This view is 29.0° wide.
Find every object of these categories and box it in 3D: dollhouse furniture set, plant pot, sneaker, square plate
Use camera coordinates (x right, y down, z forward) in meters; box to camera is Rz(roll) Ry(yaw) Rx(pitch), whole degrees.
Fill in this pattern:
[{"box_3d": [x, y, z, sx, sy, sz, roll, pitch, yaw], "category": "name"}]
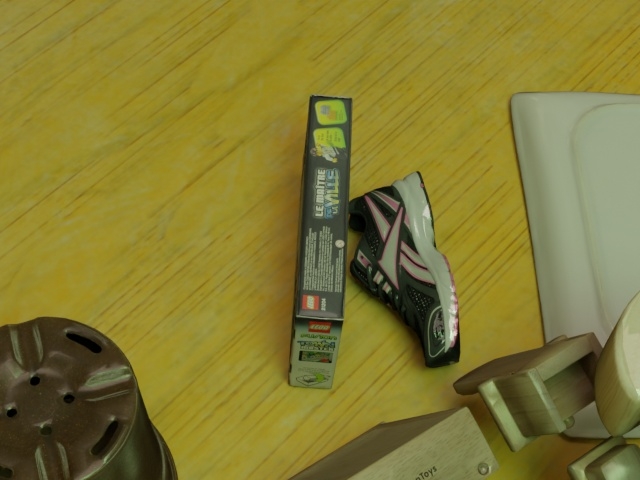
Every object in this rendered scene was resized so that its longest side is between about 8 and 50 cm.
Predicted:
[{"box_3d": [0.125, 0.291, 0.843, 0.303, 0.174, 0.356, -29, 88, -21], "category": "dollhouse furniture set"}, {"box_3d": [-0.183, 0.145, 0.842, 0.166, 0.165, 0.167, 2, 58, -3], "category": "plant pot"}, {"box_3d": [0.065, 0.030, 1.004, 0.077, 0.072, 0.178, -14, 51, 1], "category": "sneaker"}, {"box_3d": [0.352, 0.001, 1.049, 0.347, 0.049, 0.344, 1, 57, -4], "category": "square plate"}]

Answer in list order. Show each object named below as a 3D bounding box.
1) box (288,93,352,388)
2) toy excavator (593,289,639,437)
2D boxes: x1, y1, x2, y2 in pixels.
[{"box_3d": [0.000, 0.000, 0.981, 0.036, 0.114, 0.207, 5, 58, -2], "category": "box"}, {"box_3d": [0.414, 0.201, 0.701, 0.445, 0.222, 0.433, -5, 64, -3], "category": "toy excavator"}]
